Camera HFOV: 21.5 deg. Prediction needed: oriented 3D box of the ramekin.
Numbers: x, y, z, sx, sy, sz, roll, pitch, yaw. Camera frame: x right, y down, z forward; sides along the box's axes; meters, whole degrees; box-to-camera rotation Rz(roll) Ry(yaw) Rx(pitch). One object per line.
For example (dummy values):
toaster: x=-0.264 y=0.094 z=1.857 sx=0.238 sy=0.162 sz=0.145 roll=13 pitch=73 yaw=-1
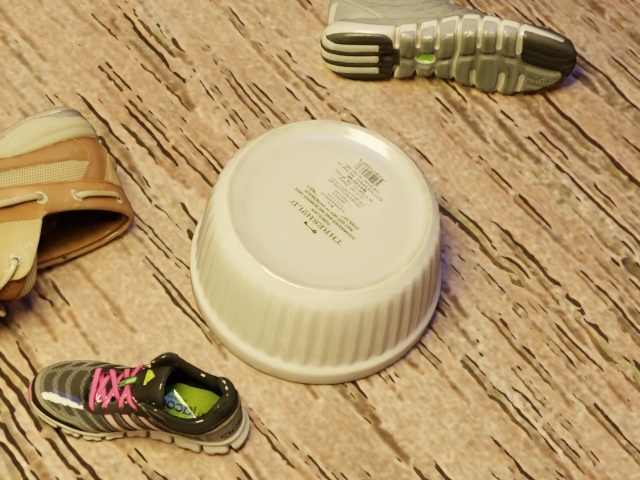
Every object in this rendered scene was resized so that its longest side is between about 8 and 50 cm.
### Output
ramekin: x=0.000 y=0.000 z=1.344 sx=0.207 sy=0.109 sz=0.207 roll=3 pitch=56 yaw=-5

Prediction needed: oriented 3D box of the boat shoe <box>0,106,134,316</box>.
boat shoe: x=-0.262 y=-0.004 z=1.271 sx=0.116 sy=0.123 sz=0.324 roll=49 pitch=44 yaw=10

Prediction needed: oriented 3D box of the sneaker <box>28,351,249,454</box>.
sneaker: x=-0.136 y=0.115 z=1.271 sx=0.170 sy=0.075 sz=0.063 roll=11 pitch=56 yaw=0

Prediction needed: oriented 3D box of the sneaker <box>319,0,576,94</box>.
sneaker: x=0.116 y=-0.209 z=1.512 sx=0.228 sy=0.086 sz=0.132 roll=5 pitch=54 yaw=-3
